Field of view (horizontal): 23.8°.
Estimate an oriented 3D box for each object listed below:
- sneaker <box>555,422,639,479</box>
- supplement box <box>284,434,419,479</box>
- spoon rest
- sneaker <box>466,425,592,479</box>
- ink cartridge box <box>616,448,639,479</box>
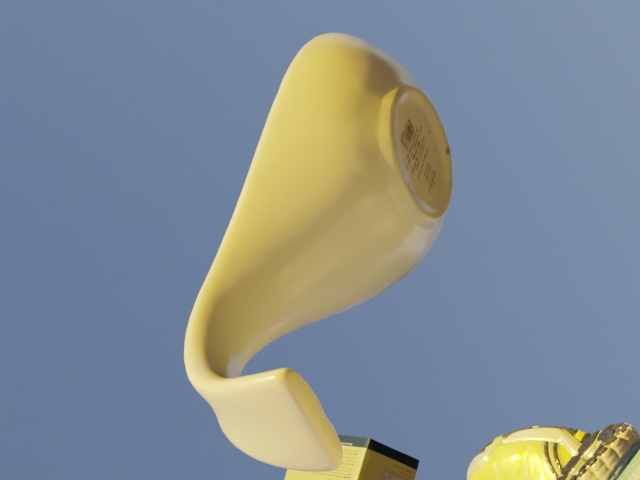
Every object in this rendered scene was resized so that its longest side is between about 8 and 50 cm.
[{"bbox_3d":[0.151,0.187,0.890,0.073,0.063,0.162,41,-92,-1],"label":"sneaker"},{"bbox_3d":[0.017,0.191,1.129,0.056,0.083,0.083,28,-110,-35],"label":"supplement box"},{"bbox_3d":[0.000,0.000,0.743,0.137,0.084,0.276,62,-149,-27],"label":"spoon rest"},{"bbox_3d":[0.335,0.336,1.808,0.385,0.145,0.147,13,-135,34],"label":"sneaker"},{"bbox_3d":[0.166,0.146,0.515,0.119,0.353,0.207,40,-107,3],"label":"ink cartridge box"}]
